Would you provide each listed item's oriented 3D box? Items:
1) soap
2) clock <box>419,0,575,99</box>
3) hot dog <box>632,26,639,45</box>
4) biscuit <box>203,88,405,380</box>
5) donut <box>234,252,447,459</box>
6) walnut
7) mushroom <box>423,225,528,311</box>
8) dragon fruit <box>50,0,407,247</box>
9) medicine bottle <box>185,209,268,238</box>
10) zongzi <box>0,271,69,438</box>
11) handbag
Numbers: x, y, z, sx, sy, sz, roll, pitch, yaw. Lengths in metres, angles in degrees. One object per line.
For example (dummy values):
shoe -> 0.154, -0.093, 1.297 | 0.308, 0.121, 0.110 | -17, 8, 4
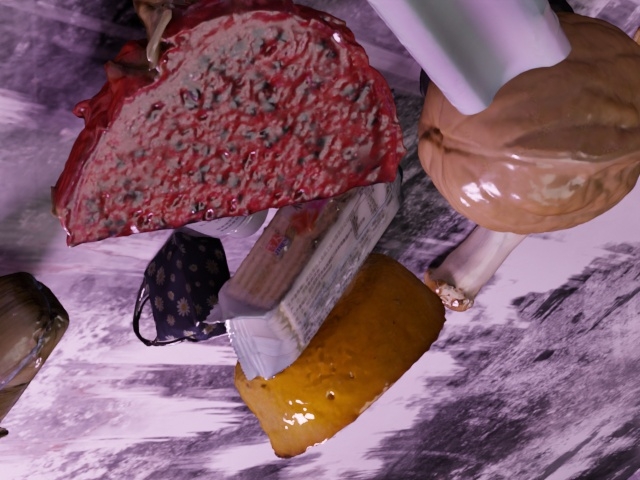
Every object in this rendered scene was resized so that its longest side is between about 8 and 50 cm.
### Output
soap -> 0.077, -0.233, 0.908 | 0.115, 0.208, 0.347 | -36, 150, 11
clock -> 0.195, -0.198, 1.231 | 0.184, 0.040, 0.184 | -23, 148, -15
hot dog -> 0.430, -0.210, 1.409 | 0.078, 0.061, 0.169 | -42, 148, 19
biscuit -> 0.001, 0.002, 1.219 | 0.309, 0.079, 0.186 | -58, 157, -17
donut -> 0.012, 0.123, 1.364 | 0.277, 0.108, 0.277 | -38, -167, 10
walnut -> 0.221, -0.117, 1.136 | 0.261, 0.225, 0.225 | -9, 143, -32
mushroom -> 0.224, 0.008, 1.537 | 0.084, 0.071, 0.209 | 30, 115, -21
dragon fruit -> -0.089, -0.139, 0.976 | 0.317, 0.152, 0.205 | -10, 131, -22
medicine bottle -> -0.111, -0.048, 1.129 | 0.080, 0.080, 0.130 | -41, 152, 15
zongzi -> -0.383, 0.115, 1.086 | 0.242, 0.112, 0.221 | 5, 135, -45
handbag -> -0.159, 0.068, 1.247 | 0.139, 0.115, 0.072 | -32, 155, 36
